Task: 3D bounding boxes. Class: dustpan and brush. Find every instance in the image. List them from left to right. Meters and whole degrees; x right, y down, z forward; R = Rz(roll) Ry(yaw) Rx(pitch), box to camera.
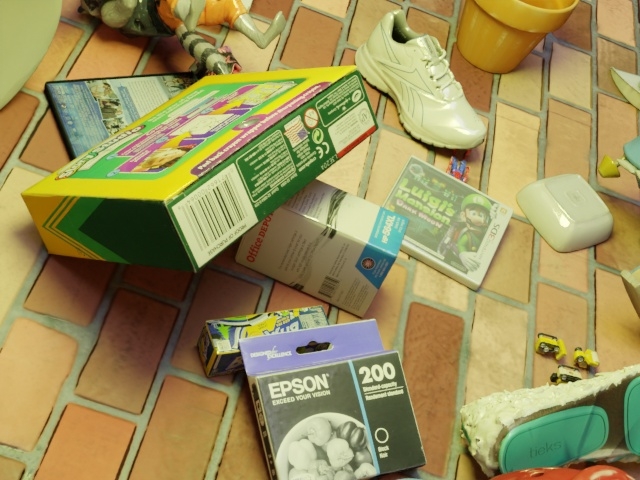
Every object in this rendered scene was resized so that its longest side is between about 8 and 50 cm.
[{"bbox_3d":[0.654,-0.274,2.005,0.147,0.060,0.211,12,48,-12],"label":"dustpan and brush"}]

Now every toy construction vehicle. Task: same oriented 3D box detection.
[{"bbox_3d":[0.364,0.185,1.516,0.098,0.035,0.086,15,36,-13],"label":"toy construction vehicle"}]

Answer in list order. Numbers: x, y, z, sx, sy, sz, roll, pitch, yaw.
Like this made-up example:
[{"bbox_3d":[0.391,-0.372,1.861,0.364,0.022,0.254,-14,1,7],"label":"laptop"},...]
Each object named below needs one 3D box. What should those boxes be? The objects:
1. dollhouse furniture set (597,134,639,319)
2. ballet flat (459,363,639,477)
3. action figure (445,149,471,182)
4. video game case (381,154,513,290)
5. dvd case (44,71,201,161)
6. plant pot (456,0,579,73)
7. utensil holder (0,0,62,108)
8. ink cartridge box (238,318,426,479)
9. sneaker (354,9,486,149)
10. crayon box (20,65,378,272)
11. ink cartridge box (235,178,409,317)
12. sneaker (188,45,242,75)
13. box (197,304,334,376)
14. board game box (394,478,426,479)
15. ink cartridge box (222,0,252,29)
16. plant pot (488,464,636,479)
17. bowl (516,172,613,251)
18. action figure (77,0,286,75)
[{"bbox_3d":[0.555,0.026,1.686,0.198,0.286,0.303,-32,32,2],"label":"dollhouse furniture set"},{"bbox_3d":[0.370,0.229,1.409,0.409,0.147,0.147,-3,53,-23],"label":"ballet flat"},{"bbox_3d":[0.228,-0.117,1.721,0.038,0.030,0.115,23,49,-7],"label":"action figure"},{"bbox_3d":[0.192,-0.032,1.621,0.190,0.022,0.173,29,53,3],"label":"video game case"},{"bbox_3d":[-0.274,-0.185,1.577,0.253,0.022,0.180,-9,55,-28],"label":"dvd case"},{"bbox_3d":[0.346,-0.422,1.920,0.205,0.188,0.205,12,49,-13],"label":"plant pot"},{"bbox_3d":[-0.594,-0.364,1.397,0.385,0.327,0.327,38,48,9],"label":"utensil holder"},{"bbox_3d":[0.016,0.204,1.305,0.206,0.045,0.208,-7,72,-27],"label":"ink cartridge box"},{"bbox_3d":[0.175,-0.271,1.758,0.111,0.129,0.297,-25,63,-38],"label":"sneaker"},{"bbox_3d":[-0.157,-0.104,1.360,0.313,0.106,0.363,4,34,44],"label":"crayon box"},{"bbox_3d":[0.000,0.000,1.442,0.203,0.148,0.086,24,47,-1],"label":"ink cartridge box"},{"bbox_3d":[-0.167,-0.282,1.678,0.057,0.047,0.119,52,32,3],"label":"sneaker"},{"bbox_3d":[-0.072,0.132,1.359,0.169,0.059,0.054,-5,54,-26],"label":"box"},{"bbox_3d":[0.116,0.372,1.251,0.133,0.033,0.168,3,48,-12],"label":"board game box"},{"bbox_3d":[-0.169,-0.434,1.808,0.104,0.060,0.180,19,46,-7],"label":"ink cartridge box"},{"bbox_3d":[0.288,0.355,1.199,0.191,0.174,0.191,13,65,-29],"label":"plant pot"},{"bbox_3d":[0.416,-0.057,1.728,0.142,0.053,0.142,-13,56,-32],"label":"bowl"},{"bbox_3d":[-0.274,-0.359,1.595,0.330,0.178,0.341,21,25,36],"label":"action figure"}]
